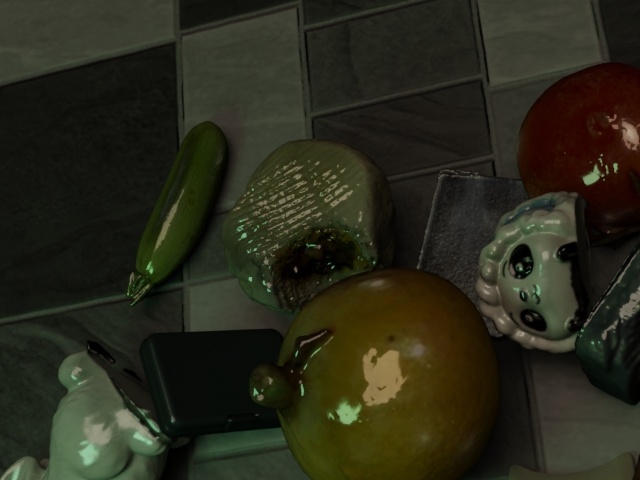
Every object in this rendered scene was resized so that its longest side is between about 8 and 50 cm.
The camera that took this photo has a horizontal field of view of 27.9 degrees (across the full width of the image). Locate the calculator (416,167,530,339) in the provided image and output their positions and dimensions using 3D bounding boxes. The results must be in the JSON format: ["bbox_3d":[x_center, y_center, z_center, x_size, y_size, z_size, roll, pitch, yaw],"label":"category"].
[{"bbox_3d":[0.225,0.020,1.925,0.161,0.021,0.261,9,71,22],"label":"calculator"}]

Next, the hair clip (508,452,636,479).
[{"bbox_3d":[0.329,0.407,1.667,0.173,0.113,0.282,-8,65,16],"label":"hair clip"}]

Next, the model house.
[{"bbox_3d":[0.529,0.133,1.671,0.301,0.190,0.271,35,81,27],"label":"model house"}]

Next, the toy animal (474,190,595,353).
[{"bbox_3d":[0.294,0.046,1.762,0.156,0.204,0.208,-6,104,20],"label":"toy animal"}]

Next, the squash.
[{"bbox_3d":[-0.226,-0.042,2.078,0.095,0.094,0.340,13,70,24],"label":"squash"}]

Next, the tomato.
[{"bbox_3d":[0.426,-0.150,1.839,0.309,0.170,0.309,-4,69,10],"label":"tomato"}]

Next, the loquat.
[{"bbox_3d":[0.069,0.195,1.715,0.328,0.360,0.328,-9,79,57],"label":"loquat"}]

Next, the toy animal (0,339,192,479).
[{"bbox_3d":[-0.363,0.358,1.909,0.258,0.194,0.357,44,95,19],"label":"toy animal"}]

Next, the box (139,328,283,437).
[{"bbox_3d":[-0.142,0.203,1.878,0.050,0.230,0.160,-51,50,43],"label":"box"}]

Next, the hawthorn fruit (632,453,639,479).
[{"bbox_3d":[0.543,0.366,1.419,0.472,0.472,0.471,-7,65,17],"label":"hawthorn fruit"}]

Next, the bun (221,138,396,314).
[{"bbox_3d":[-0.007,-0.010,1.914,0.282,0.205,0.281,-13,55,19],"label":"bun"}]
